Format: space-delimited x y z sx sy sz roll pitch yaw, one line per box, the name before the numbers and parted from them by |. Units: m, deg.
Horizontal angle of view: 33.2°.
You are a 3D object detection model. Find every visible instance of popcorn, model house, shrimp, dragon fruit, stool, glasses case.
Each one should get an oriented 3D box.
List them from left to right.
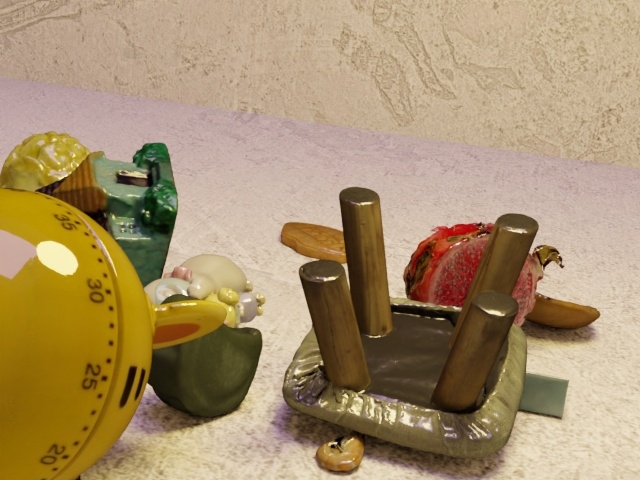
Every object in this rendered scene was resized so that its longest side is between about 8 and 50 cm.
popcorn | -0.486 -0.065 1.926 0.212 0.259 0.259 19 15 -9
model house | -0.380 -0.036 1.717 0.248 0.230 0.280 9 26 -19
shrimp | 0.025 0.258 1.338 0.059 0.023 0.108 -1 15 7
stool | 0.126 0.095 1.412 0.310 0.226 0.310 11 29 11
dragon fruit | 0.238 0.069 1.717 0.282 0.211 0.147 -24 19 -19
glasses case | 0.221 0.204 1.559 0.266 0.056 0.105 10 -7 11

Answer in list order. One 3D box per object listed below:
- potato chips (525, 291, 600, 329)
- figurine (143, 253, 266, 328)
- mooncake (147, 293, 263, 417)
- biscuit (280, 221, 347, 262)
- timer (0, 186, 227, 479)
potato chips | 0.377 0.113 1.845 0.208 0.062 0.195 19 0 -38
figurine | -0.201 0.106 1.597 0.155 0.127 0.235 33 27 16
mooncake | -0.157 0.144 1.407 0.104 0.175 0.168 19 47 38
biscuit | 0.000 0.000 2.177 0.142 0.029 0.220 -3 19 -30
timer | -0.326 0.122 1.177 0.376 0.376 0.387 15 -6 28
